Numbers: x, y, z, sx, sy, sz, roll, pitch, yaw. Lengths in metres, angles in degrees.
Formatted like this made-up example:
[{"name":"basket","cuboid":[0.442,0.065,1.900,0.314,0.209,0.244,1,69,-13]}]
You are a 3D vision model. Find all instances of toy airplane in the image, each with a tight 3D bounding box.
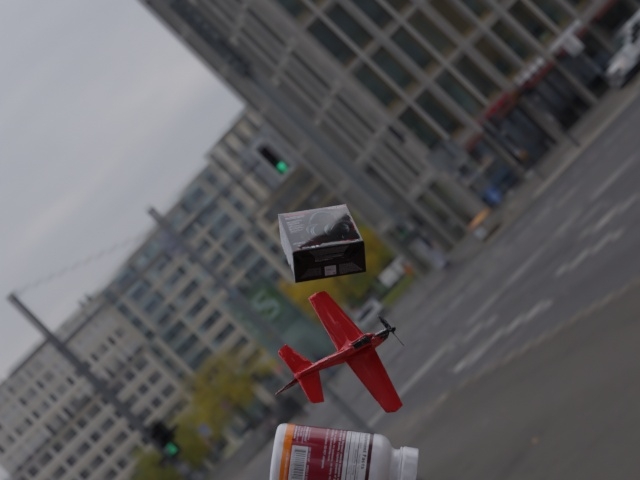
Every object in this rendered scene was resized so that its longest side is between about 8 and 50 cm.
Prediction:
[{"name":"toy airplane","cuboid":[0.017,0.116,1.535,0.151,0.151,0.028,-44,-9,-33]}]

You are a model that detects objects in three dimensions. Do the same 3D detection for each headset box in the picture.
[{"name":"headset box","cuboid":[0.000,0.000,1.302,0.062,0.032,0.083,-8,29,-7]}]

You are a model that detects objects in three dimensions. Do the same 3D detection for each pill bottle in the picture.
[{"name":"pill bottle","cuboid":[0.025,0.243,1.612,0.086,0.152,0.086,7,-90,-87]}]
